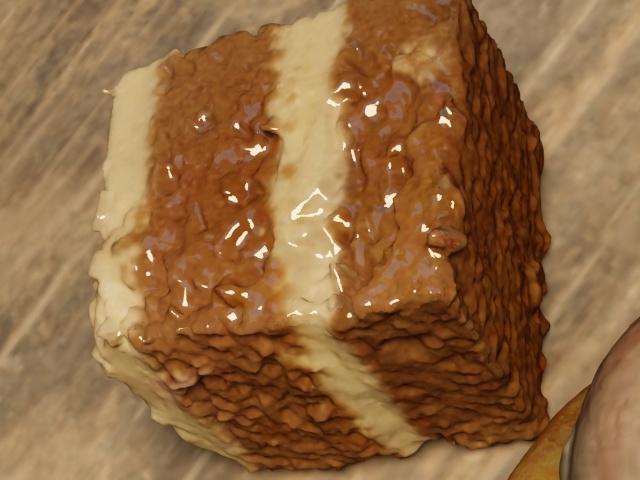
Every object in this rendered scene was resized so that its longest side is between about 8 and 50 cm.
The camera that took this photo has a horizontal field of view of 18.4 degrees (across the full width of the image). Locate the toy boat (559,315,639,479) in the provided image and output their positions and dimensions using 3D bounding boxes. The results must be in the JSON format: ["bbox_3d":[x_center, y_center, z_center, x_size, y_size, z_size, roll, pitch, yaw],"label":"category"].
[{"bbox_3d":[0.167,0.085,0.515,0.085,0.227,0.155,-16,49,59],"label":"toy boat"}]

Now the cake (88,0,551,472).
[{"bbox_3d":[0.000,0.000,0.712,0.147,0.134,0.135,-6,58,19],"label":"cake"}]

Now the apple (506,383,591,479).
[{"bbox_3d":[0.114,0.098,0.596,0.102,0.126,0.126,11,68,46],"label":"apple"}]
